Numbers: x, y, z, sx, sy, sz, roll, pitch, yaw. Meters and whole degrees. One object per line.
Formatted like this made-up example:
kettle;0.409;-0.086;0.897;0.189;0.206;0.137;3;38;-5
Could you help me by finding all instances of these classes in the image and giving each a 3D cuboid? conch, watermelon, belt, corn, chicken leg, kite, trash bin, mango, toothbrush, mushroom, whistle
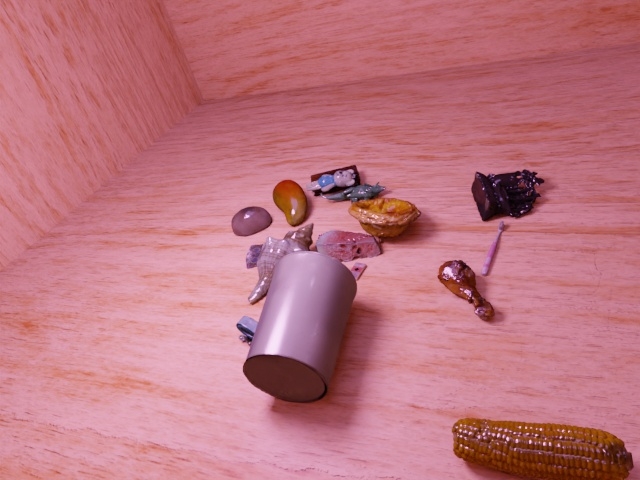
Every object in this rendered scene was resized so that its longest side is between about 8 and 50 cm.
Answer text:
conch;-0.161;0.061;1.760;0.386;0.169;0.203;-36;32;-24
watermelon;0.119;0.018;1.785;0.241;0.094;0.154;0;30;20
belt;-0.198;0.321;1.521;0.179;0.100;0.065;25;51;24
corn;0.474;0.460;1.011;0.364;0.120;0.120;-2;38;25
chicken leg;0.465;0.156;1.456;0.107;0.087;0.251;-34;42;7
kite;-0.177;0.045;1.918;0.286;0.015;0.152;-13;39;11
trash bin;-0.051;0.236;1.394;0.281;0.280;0.431;-3;41;19
mango;-0.135;-0.187;2.117;0.146;0.129;0.289;-24;45;-13
toothbrush;0.609;0.022;1.612;0.020;0.025;0.286;8;43;31
mushroom;-0.320;-0.100;2.098;0.188;0.117;0.141;-19;47;-9
whistle;0.045;-0.274;2.112;0.236;0.077;0.113;-11;47;13

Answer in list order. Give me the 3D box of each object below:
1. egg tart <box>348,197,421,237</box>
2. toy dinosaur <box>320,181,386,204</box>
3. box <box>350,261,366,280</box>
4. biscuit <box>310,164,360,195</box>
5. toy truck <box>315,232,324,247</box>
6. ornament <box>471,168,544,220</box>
egg tart;0.249;-0.087;1.796;0.295;0.116;0.294;-2;20;1
toy dinosaur;0.151;-0.202;2.060;0.292;0.079;0.120;-15;30;2
box;0.133;0.114;1.697;0.046;0.012;0.083;8;44;32
biscuit;0.066;-0.289;2.212;0.252;0.070;0.106;-13;35;7
toy truck;0.000;0.000;1.893;0.032;0.024;0.083;14;44;4
ornament;0.742;-0.185;1.783;0.261;0.106;0.251;-2;45;6
